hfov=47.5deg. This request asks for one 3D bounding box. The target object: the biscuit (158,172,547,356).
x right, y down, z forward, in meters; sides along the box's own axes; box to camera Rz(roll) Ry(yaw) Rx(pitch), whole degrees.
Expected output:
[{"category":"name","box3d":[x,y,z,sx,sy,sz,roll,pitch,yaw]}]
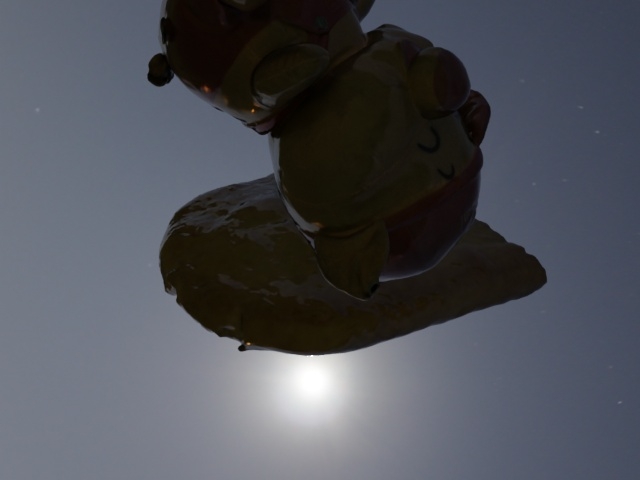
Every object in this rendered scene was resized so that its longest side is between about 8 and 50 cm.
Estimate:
[{"category":"biscuit","box3d":[0.000,-0.001,0.997,0.429,0.446,0.103,43,-41,47]}]

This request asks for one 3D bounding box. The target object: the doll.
[{"category":"doll","box3d":[0.016,-0.096,0.484,0.256,0.196,0.152,52,-23,-16]}]
